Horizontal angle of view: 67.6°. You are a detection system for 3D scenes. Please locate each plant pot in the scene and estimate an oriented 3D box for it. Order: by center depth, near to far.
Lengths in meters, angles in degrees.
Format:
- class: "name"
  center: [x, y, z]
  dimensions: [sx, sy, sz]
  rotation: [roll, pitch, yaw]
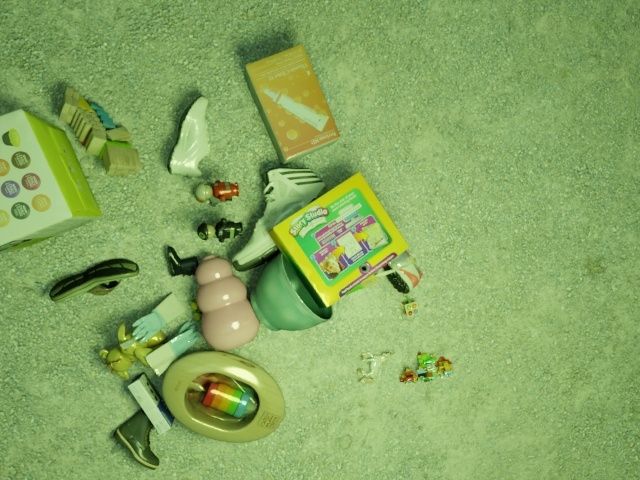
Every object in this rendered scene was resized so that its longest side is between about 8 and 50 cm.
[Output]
- class: "plant pot"
  center: [-0.120, 0.199, 1.681]
  dimensions: [0.196, 0.293, 0.293]
  rotation: [-34, 97, 15]

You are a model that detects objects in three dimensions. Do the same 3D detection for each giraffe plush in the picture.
- class: "giraffe plush"
  center: [-0.658, 0.390, 1.656]
  dimensions: [0.170, 0.210, 0.181]
  rotation: [-40, 68, 19]

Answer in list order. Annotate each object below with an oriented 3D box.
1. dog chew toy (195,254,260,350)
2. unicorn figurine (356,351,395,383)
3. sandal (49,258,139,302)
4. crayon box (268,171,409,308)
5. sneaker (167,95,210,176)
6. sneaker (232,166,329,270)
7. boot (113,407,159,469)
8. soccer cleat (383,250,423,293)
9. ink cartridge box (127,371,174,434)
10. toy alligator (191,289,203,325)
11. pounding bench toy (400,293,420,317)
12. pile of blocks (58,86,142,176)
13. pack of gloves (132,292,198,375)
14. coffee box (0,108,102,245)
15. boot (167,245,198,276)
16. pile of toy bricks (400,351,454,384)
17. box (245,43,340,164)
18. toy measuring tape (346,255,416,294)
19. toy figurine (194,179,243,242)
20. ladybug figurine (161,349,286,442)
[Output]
- class: "dog chew toy"
  center: [-0.342, 0.212, 1.679]
  dimensions: [0.207, 0.206, 0.331]
  rotation: [-19, 87, -8]
- class: "unicorn figurine"
  center: [0.207, 0.474, 1.841]
  dimensions: [0.111, 0.060, 0.161]
  rotation: [14, 106, -9]
- class: "sandal"
  center: [-0.774, 0.147, 1.661]
  dimensions: [0.303, 0.120, 0.086]
  rotation: [-20, 123, -6]
- class: "crayon box"
  center: [0.063, -0.003, 1.611]
  dimensions: [0.363, 0.106, 0.313]
  rotation: [-34, 90, -17]
- class: "sneaker"
  center: [-0.446, -0.364, 1.697]
  dimensions: [0.130, 0.111, 0.296]
  rotation: [17, 93, -25]
- class: "sneaker"
  center: [-0.177, -0.097, 1.729]
  dimensions: [0.448, 0.169, 0.257]
  rotation: [-37, 85, -9]
- class: "boot"
  center: [-0.620, 0.708, 1.714]
  dimensions: [0.198, 0.077, 0.137]
  rotation: [46, 80, -9]
- class: "soccer cleat"
  center: [0.267, 0.048, 1.819]
  dimensions: [0.116, 0.109, 0.318]
  rotation: [-37, 93, -30]
- class: "ink cartridge box"
  center: [-0.598, 0.575, 1.697]
  dimensions: [0.046, 0.097, 0.207]
  rotation: [-31, 96, -7]
- class: "toy alligator"
  center: [-0.435, 0.274, 1.737]
  dimensions: [0.052, 0.056, 0.189]
  rotation: [-10, 96, 34]
- class: "pounding bench toy"
  center: [0.342, 0.247, 1.843]
  dimensions: [0.052, 0.065, 0.083]
  rotation: [-16, 94, -8]
- class: "pile of blocks"
  center: [-0.761, -0.355, 1.649]
  dimensions: [0.113, 0.149, 0.362]
  rotation: [-39, 87, 37]
- class: "pack of gloves"
  center: [-0.522, 0.314, 1.650]
  dimensions: [0.046, 0.232, 0.195]
  rotation: [-21, 105, 35]
- class: "coffee box"
  center: [-0.946, -0.165, 1.495]
  dimensions: [0.335, 0.338, 0.337]
  rotation: [-23, 96, -8]
- class: "boot"
  center: [-0.493, 0.074, 1.721]
  dimensions: [0.099, 0.045, 0.121]
  rotation: [-7, 100, -6]
- class: "pile of toy bricks"
  center: [0.407, 0.484, 1.854]
  dimensions: [0.213, 0.118, 0.105]
  rotation: [-11, 61, 1]
- class: "box"
  center: [-0.102, -0.473, 1.698]
  dimensions: [0.215, 0.168, 0.345]
  rotation: [-24, 96, -7]
- class: "toy measuring tape"
  center: [0.183, 0.098, 1.758]
  dimensions: [0.330, 0.121, 0.121]
  rotation: [-27, 97, 23]
- class: "toy figurine"
  center: [-0.362, -0.098, 1.651]
  dimensions: [0.148, 0.210, 0.212]
  rotation: [-6, 93, -20]
- class: "ladybug figurine"
  center: [-0.332, 0.542, 1.697]
  dimensions: [0.450, 0.162, 0.304]
  rotation: [29, 92, -11]
